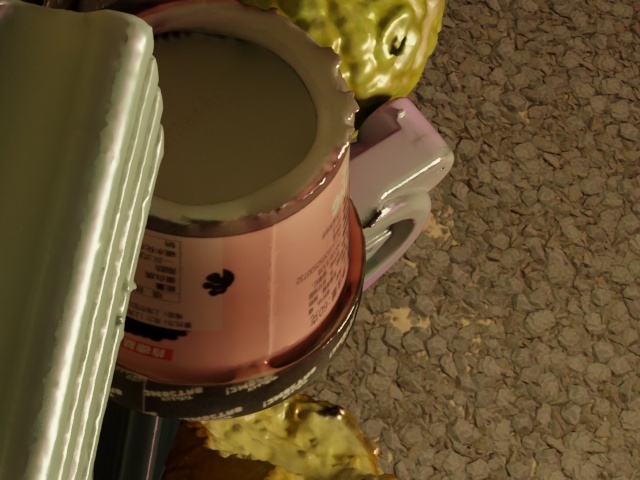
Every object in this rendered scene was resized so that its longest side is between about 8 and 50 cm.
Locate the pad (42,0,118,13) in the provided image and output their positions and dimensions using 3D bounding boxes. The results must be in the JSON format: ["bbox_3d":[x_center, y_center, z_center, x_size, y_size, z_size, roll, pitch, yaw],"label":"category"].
[{"bbox_3d":[-0.070,-0.193,0.653,0.330,0.004,0.220,-83,-164,-70],"label":"pad"}]

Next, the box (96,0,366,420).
[{"bbox_3d":[-0.052,-0.019,0.611,0.135,0.151,0.151,96,3,-55],"label":"box"}]

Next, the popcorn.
[{"bbox_3d":[-0.003,-0.185,1.279,0.237,0.205,0.252,47,-50,54],"label":"popcorn"}]

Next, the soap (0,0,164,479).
[{"bbox_3d":[-0.099,0.036,0.446,0.119,0.066,0.198,111,-10,-77],"label":"soap"}]

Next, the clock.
[{"bbox_3d":[0.000,0.000,1.264,0.227,0.090,0.248,-32,165,-19],"label":"clock"}]

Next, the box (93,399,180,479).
[{"bbox_3d":[-0.132,0.105,1.108,0.230,0.050,0.160,-90,-170,-82],"label":"box"}]

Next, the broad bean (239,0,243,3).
[{"bbox_3d":[-0.074,-0.158,0.980,0.254,0.046,0.065,-105,171,-69],"label":"broad bean"}]

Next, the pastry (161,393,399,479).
[{"bbox_3d":[-0.059,0.322,1.311,0.405,0.292,0.337,-118,-131,-73],"label":"pastry"}]
